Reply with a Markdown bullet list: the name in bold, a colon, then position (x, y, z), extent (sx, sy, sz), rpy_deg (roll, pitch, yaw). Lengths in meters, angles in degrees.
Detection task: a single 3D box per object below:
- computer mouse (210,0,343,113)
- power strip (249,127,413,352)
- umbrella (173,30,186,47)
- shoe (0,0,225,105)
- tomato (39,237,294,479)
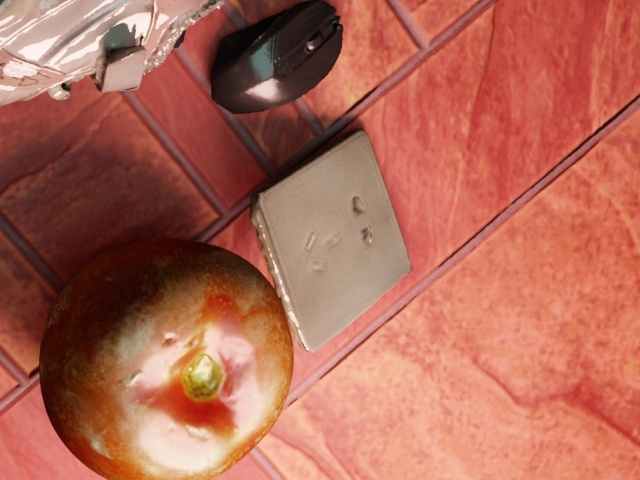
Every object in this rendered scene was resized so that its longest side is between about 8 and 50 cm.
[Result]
- **computer mouse**: position (-0.042, -0.197, 1.557), extent (0.172, 0.057, 0.099), rpy_deg (-34, 118, -9)
- **power strip**: position (0.000, 0.000, 1.613), extent (0.213, 0.065, 0.198), rpy_deg (-35, 115, -41)
- **umbrella**: position (-0.148, -0.294, 1.495), extent (0.050, 0.046, 0.188), rpy_deg (10, 103, -18)
- **shoe**: position (-0.249, -0.210, 1.400), extent (0.351, 0.172, 0.198), rpy_deg (-39, 126, 15)
- **tomato**: position (-0.172, 0.124, 1.516), extent (0.270, 0.223, 0.270), rpy_deg (-5, 98, -34)
